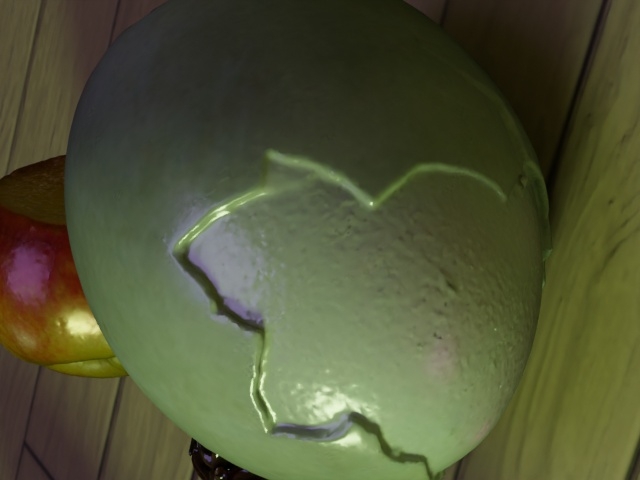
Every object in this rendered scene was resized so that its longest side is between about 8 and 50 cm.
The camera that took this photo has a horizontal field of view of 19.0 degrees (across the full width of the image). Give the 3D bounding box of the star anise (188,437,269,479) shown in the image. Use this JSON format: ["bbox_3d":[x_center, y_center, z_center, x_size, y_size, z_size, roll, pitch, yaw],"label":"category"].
[{"bbox_3d":[-0.057,0.162,1.389,0.177,0.073,0.234,-117,26,-46],"label":"star anise"}]

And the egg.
[{"bbox_3d":[0.000,0.000,1.140,0.336,0.278,0.278,55,133,33],"label":"egg"}]

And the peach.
[{"bbox_3d":[-0.178,0.010,1.486,0.190,0.190,0.192,-26,64,53],"label":"peach"}]
